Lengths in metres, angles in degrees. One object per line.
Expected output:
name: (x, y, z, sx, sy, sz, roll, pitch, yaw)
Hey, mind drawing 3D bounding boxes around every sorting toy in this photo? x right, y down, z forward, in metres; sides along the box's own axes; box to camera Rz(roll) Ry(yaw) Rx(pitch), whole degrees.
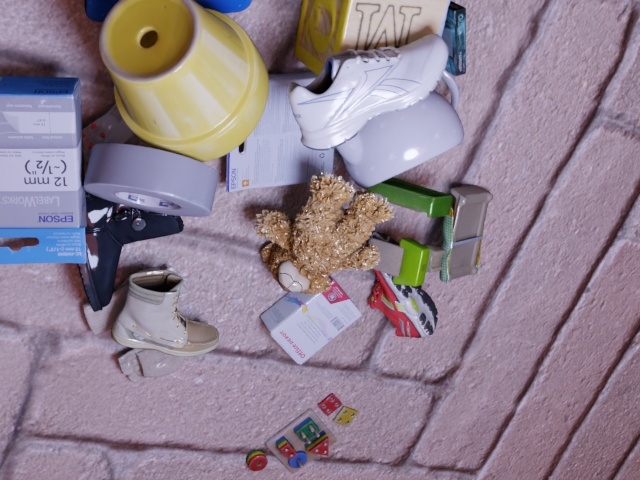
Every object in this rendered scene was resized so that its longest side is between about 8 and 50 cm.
sorting toy: (-0.030, 0.471, 2.336, 0.275, 0.046, 0.132, -37, 127, -3)

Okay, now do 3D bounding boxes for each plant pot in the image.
plant pot: (-0.234, -0.280, 1.614, 0.254, 0.254, 0.239, -40, 160, 1)

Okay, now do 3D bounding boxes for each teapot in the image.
teapot: (0.142, -0.227, 1.920, 0.253, 0.256, 0.187, -24, 93, 15)

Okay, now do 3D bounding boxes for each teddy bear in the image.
teddy bear: (0.000, 0.000, 1.940, 0.245, 0.113, 0.338, 32, 132, -33)

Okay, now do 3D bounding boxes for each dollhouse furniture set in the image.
dollhouse furniture set: (0.224, -0.023, 2.126, 0.302, 0.151, 0.197, -9, 112, -56)

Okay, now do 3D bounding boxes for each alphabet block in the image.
alphabet block: (0.087, -0.385, 1.800, 0.197, 0.192, 0.193, -2, 117, -26)

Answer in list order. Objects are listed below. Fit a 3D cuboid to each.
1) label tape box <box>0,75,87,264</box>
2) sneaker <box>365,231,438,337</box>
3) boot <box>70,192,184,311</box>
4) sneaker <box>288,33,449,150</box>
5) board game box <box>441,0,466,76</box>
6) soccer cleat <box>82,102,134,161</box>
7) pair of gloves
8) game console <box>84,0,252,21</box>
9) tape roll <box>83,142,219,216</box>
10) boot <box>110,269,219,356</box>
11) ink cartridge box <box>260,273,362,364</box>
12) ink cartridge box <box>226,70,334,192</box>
label tape box: (-0.524, -0.096, 1.677, 0.249, 0.115, 0.347, 0, 114, -9)
sneaker: (0.148, 0.109, 2.179, 0.118, 0.107, 0.279, -13, 118, 32)
boot: (-0.354, 0.004, 1.873, 0.207, 0.094, 0.246, -13, 117, -14)
sneaker: (0.082, -0.269, 1.685, 0.297, 0.111, 0.129, -32, 122, -7)
board game box: (0.210, -0.391, 1.855, 0.026, 0.186, 0.126, -18, 124, -18)
soccer cleat: (-0.349, -0.208, 1.778, 0.196, 0.068, 0.076, -37, 170, -16)
pair of gloves: (-0.339, 0.167, 2.009, 0.204, 0.042, 0.240, -29, 123, -5)
game console: (-0.252, -0.513, 1.662, 0.293, 0.173, 0.250, -9, 153, -21)
tape roll: (-0.287, -0.100, 1.708, 0.219, 0.219, 0.072, 16, 80, -32)
boot: (-0.280, 0.138, 1.928, 0.213, 0.077, 0.165, 9, 127, -21)
ink cartridge box: (-0.021, 0.159, 2.140, 0.175, 0.072, 0.127, -39, 128, -1)
ink cartridge box: (-0.078, -0.208, 1.912, 0.224, 0.045, 0.223, -8, 121, -22)
